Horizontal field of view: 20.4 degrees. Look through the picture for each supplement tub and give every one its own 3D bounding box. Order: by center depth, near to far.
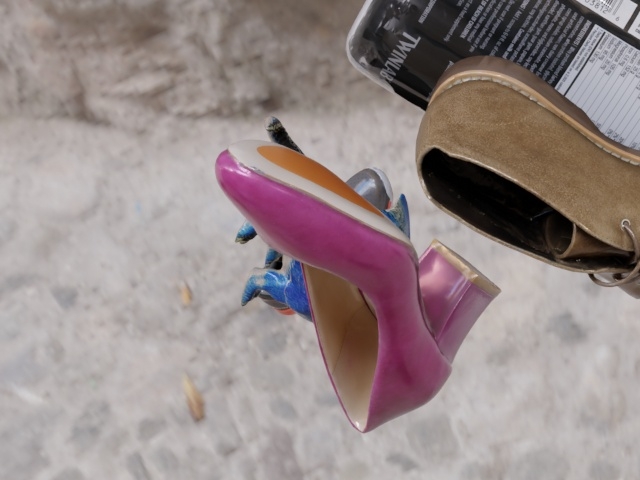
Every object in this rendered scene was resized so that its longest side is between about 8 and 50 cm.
[{"bbox_3d":[0.207,-0.131,1.285,0.338,0.207,0.207,32,68,0],"label":"supplement tub"}]

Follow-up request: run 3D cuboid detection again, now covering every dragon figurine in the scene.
[{"bbox_3d":[0.018,0.009,1.332,0.144,0.289,0.085,19,49,14],"label":"dragon figurine"}]

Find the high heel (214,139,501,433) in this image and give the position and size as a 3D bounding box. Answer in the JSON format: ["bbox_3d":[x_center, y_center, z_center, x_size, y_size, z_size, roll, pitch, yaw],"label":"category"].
[{"bbox_3d":[-0.001,0.031,0.930,0.082,0.244,0.117,42,98,32],"label":"high heel"}]

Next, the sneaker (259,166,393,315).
[{"bbox_3d":[0.000,0.000,1.535,0.158,0.065,0.061,-52,56,11],"label":"sneaker"}]

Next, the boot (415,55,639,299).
[{"bbox_3d":[0.194,0.002,1.108,0.305,0.112,0.115,27,34,-1],"label":"boot"}]
